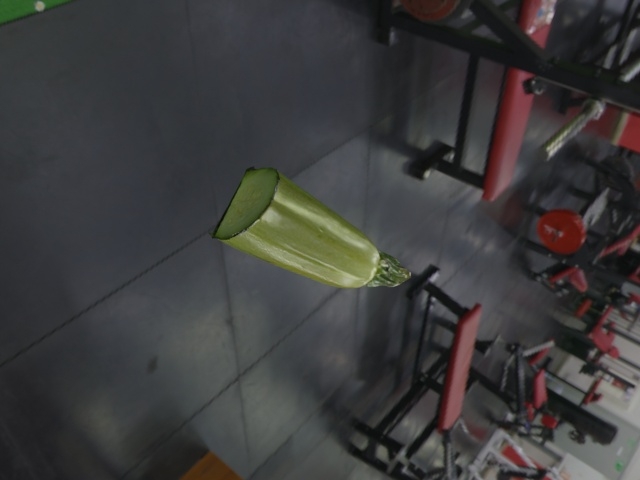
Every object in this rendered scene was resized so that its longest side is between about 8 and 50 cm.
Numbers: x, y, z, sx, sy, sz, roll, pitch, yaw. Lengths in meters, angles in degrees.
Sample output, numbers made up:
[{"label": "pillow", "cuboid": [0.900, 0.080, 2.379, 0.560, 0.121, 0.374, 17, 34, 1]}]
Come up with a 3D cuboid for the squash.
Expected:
[{"label": "squash", "cuboid": [-0.003, 0.005, 0.894, 0.137, 0.288, 0.137, -61, -177, 5]}]
